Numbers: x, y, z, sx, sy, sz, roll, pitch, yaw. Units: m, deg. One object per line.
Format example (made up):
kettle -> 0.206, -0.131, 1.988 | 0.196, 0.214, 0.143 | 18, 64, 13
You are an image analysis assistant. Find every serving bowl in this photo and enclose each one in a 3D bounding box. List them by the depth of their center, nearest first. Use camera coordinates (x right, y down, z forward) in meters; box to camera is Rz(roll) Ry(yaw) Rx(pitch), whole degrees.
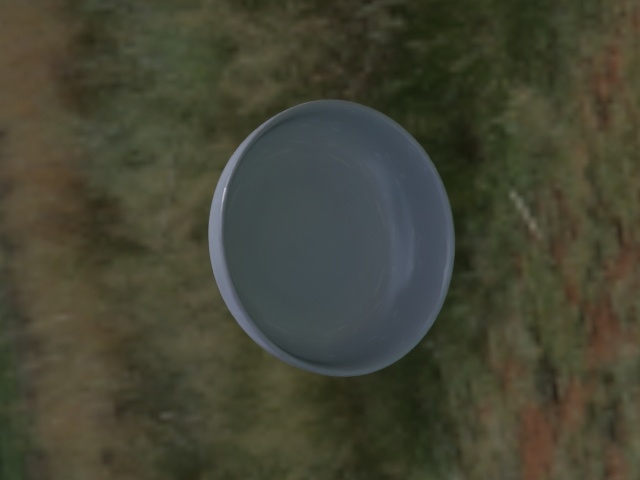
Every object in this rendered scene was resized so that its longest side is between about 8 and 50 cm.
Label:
serving bowl -> 0.000, 0.000, 0.559 | 0.027, 0.083, 0.083 | -9, 86, 59
